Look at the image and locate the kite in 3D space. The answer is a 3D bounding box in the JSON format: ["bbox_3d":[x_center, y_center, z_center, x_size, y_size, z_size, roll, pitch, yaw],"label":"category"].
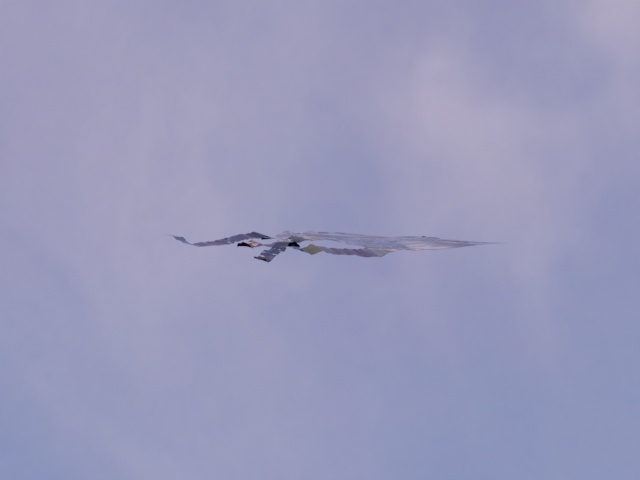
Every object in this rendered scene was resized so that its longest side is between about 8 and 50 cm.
[{"bbox_3d":[0.000,0.002,1.520,0.169,0.310,0.015,6,-86,38],"label":"kite"}]
